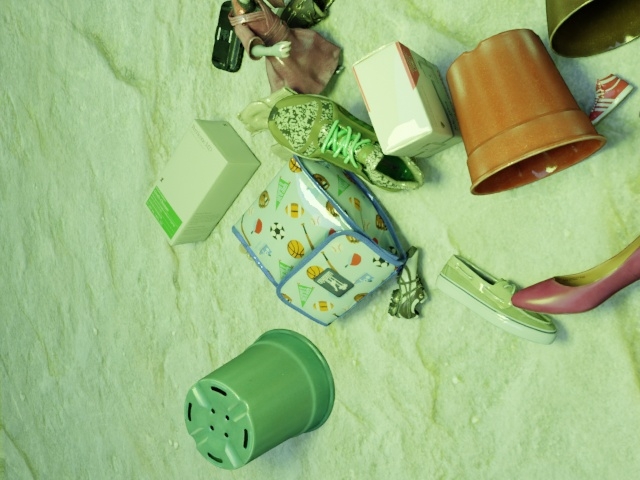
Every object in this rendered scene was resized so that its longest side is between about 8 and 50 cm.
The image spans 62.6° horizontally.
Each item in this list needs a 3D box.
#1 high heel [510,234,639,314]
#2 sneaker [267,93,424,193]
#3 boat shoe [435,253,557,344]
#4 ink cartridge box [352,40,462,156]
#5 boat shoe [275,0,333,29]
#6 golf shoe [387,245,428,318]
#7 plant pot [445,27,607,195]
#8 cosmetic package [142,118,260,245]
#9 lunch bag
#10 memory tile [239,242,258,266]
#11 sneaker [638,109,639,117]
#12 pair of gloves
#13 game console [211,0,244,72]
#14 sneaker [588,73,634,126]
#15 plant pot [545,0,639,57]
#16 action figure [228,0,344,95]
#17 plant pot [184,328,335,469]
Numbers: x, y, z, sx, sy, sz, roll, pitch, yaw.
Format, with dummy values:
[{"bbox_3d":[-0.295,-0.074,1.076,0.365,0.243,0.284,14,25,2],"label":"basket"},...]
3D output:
[{"bbox_3d":[0.578,0.041,1.086,0.377,0.127,0.181,-13,100,17],"label":"high heel"},{"bbox_3d":[0.080,-0.220,1.211,0.158,0.410,0.182,-68,21,10],"label":"sneaker"},{"bbox_3d":[0.410,0.134,1.228,0.302,0.109,0.094,30,110,28],"label":"boat shoe"},{"bbox_3d":[0.207,-0.304,1.182,0.117,0.283,0.207,-23,85,29],"label":"ink cartridge box"},{"bbox_3d":[-0.024,-0.622,1.386,0.285,0.103,0.092,-48,67,22],"label":"boat shoe"},{"bbox_3d":[0.239,0.111,1.362,0.094,0.077,0.198,15,108,12],"label":"golf shoe"},{"bbox_3d":[0.398,-0.267,1.092,0.272,0.272,0.265,-25,77,33],"label":"plant pot"},{"bbox_3d":[-0.379,-0.178,1.650,0.197,0.155,0.365,50,121,19],"label":"cosmetic package"},{"bbox_3d":[0.000,0.000,1.390,0.385,0.239,0.328,52,124,9],"label":"lunch bag"},{"bbox_3d":[-0.192,0.003,1.644,0.113,0.012,0.148,42,117,21],"label":"memory tile"},{"bbox_3d":[0.716,-0.187,0.995,0.236,0.095,0.104,32,121,23],"label":"sneaker"},{"bbox_3d":[-0.095,-0.299,1.414,0.204,0.240,0.042,-14,54,34],"label":"pair of gloves"},{"bbox_3d":[-0.263,-0.691,1.562,0.213,0.044,0.361,25,110,29],"label":"game console"},{"bbox_3d":[0.577,-0.288,1.091,0.067,0.042,0.118,46,111,13],"label":"sneaker"},{"bbox_3d":[0.526,-0.514,1.010,0.215,0.215,0.230,-18,73,33],"label":"plant pot"},{"bbox_3d":[-0.120,-0.521,1.338,0.276,0.370,0.248,-3,56,47],"label":"action figure"},{"bbox_3d":[-0.186,0.465,1.523,0.341,0.334,0.341,5,100,31],"label":"plant pot"}]
